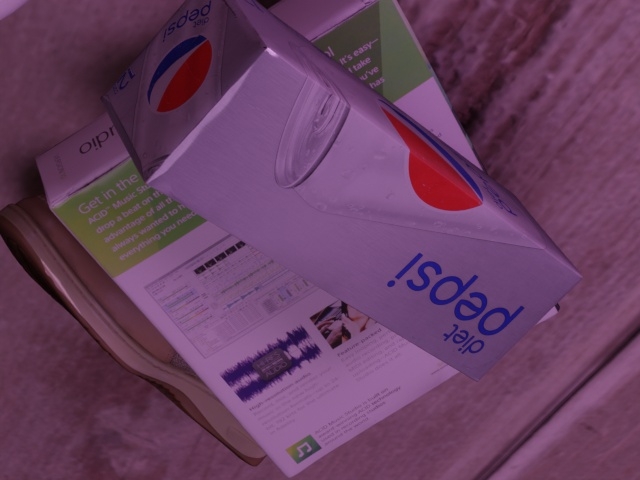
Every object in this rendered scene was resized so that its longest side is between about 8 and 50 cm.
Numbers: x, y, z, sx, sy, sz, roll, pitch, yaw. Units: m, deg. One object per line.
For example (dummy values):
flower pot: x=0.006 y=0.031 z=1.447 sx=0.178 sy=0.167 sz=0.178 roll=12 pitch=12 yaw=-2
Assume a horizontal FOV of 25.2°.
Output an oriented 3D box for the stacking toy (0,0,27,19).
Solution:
stacking toy: x=-0.363 y=-0.171 z=0.681 sx=0.480 sy=0.350 sz=0.350 roll=-1 pitch=143 yaw=-27

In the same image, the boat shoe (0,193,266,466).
boat shoe: x=-0.108 y=0.050 z=1.022 sx=0.098 sy=0.109 sz=0.302 roll=-48 pitch=129 yaw=-6

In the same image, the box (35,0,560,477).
box: x=0.000 y=0.000 z=0.927 sx=0.232 sy=0.058 sz=0.322 roll=-32 pitch=134 yaw=2

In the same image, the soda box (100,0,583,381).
soda box: x=0.021 y=-0.028 z=0.812 sx=0.098 sy=0.091 sz=0.286 roll=-46 pitch=131 yaw=13
